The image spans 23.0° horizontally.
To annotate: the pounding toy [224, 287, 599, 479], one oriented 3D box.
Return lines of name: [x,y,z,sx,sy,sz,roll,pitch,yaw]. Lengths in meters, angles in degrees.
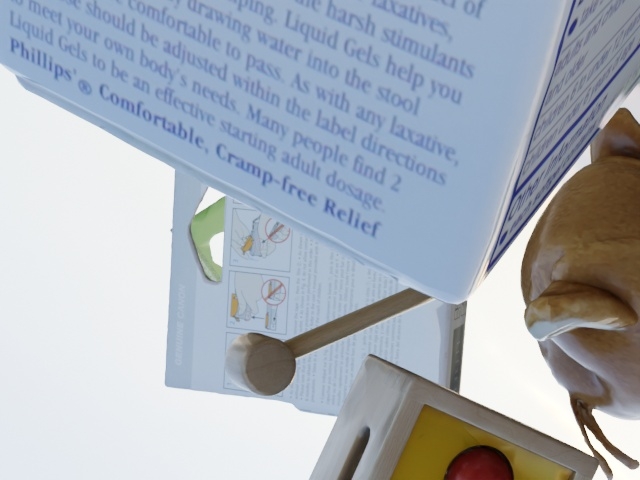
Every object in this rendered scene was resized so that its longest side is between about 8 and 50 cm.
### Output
pounding toy: [0.046,0.112,0.887,0.206,0.181,0.094,26,178,-18]

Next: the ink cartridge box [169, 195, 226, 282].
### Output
ink cartridge box: [-0.003,-0.004,1.680,0.097,0.255,0.189,58,179,33]

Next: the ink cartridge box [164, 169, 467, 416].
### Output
ink cartridge box: [0.000,0.000,1.262,0.239,0.275,0.060,6,-172,21]

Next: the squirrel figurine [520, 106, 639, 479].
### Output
squirrel figurine: [0.311,0.032,0.907,0.370,0.281,0.397,26,147,7]

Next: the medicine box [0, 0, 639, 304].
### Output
medicine box: [0.059,-0.183,0.392,0.149,0.289,0.263,26,-138,17]
